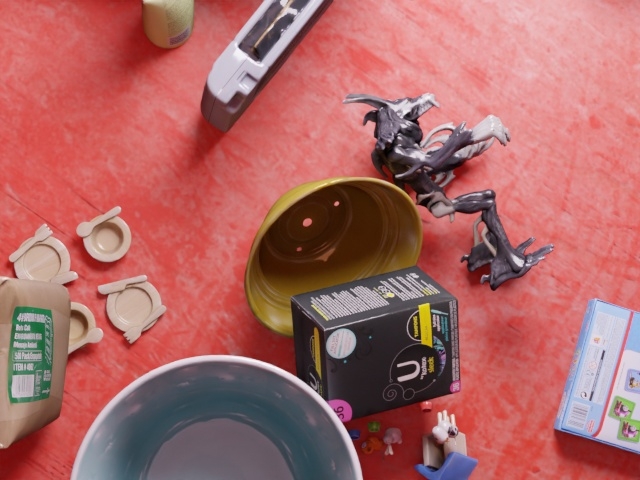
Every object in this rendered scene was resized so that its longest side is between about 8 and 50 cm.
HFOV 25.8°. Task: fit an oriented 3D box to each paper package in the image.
[{"bbox_3d":[-0.431,0.120,1.436,0.309,0.325,0.168,-1,87,-1],"label":"paper package"}]

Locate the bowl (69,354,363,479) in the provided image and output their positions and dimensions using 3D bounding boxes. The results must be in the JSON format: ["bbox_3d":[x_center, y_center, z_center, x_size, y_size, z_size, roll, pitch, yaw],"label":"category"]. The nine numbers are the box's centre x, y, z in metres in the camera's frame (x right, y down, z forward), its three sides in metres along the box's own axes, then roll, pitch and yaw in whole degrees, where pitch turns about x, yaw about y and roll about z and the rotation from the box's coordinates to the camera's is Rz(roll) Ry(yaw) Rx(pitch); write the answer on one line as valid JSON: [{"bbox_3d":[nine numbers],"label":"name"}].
[{"bbox_3d":[-0.113,0.282,1.529,0.311,0.163,0.312,0,84,-4],"label":"bowl"}]

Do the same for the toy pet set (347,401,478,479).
[{"bbox_3d":[0.112,0.244,1.579,0.114,0.122,0.065,27,50,-39],"label":"toy pet set"}]

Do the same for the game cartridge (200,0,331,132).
[{"bbox_3d":[-0.032,-0.257,1.568,0.062,0.198,0.297,39,82,-7],"label":"game cartridge"}]

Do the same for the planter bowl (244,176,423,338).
[{"bbox_3d":[0.000,0.000,1.580,0.217,0.090,0.217,-14,128,-18],"label":"planter bowl"}]

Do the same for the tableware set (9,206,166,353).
[{"bbox_3d":[-0.268,0.050,1.613,0.141,0.020,0.169,-25,86,-6],"label":"tableware set"}]

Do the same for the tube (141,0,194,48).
[{"bbox_3d":[-0.168,-0.271,1.540,0.062,0.240,0.070,-9,86,-7],"label":"tube"}]

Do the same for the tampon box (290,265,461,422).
[{"bbox_3d":[0.061,0.115,1.551,0.161,0.101,0.120,-13,114,-19],"label":"tampon box"}]

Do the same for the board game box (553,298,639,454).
[{"bbox_3d":[0.397,0.175,1.636,0.211,0.039,0.160,17,84,-1],"label":"board game box"}]

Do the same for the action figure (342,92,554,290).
[{"bbox_3d":[0.151,-0.085,1.591,0.141,0.164,0.276,-39,98,4],"label":"action figure"}]
